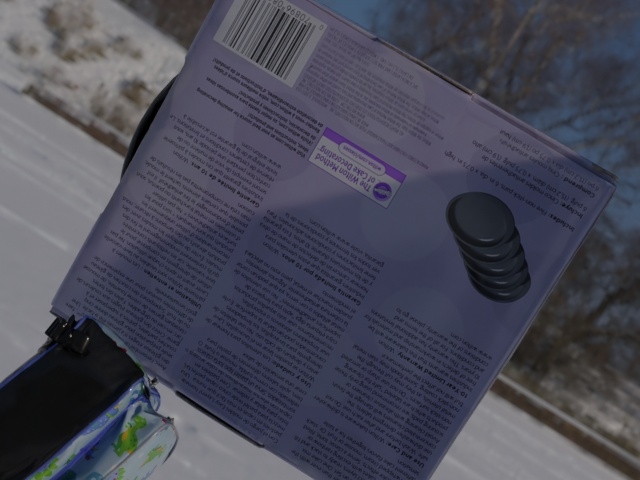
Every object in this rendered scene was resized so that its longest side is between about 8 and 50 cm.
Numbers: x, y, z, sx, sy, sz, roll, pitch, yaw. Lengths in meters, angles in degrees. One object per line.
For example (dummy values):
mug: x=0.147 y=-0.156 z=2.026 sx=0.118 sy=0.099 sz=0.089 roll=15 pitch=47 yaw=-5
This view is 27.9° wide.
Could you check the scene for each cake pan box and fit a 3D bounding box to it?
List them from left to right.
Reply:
cake pan box: x=0.000 y=0.000 z=0.768 sx=0.267 sy=0.246 sz=0.070 roll=30 pitch=9 yaw=7

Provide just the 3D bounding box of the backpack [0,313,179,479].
backpack: x=-0.127 y=0.101 z=0.665 sx=0.084 sy=0.105 sz=0.114 roll=47 pitch=-7 yaw=8
